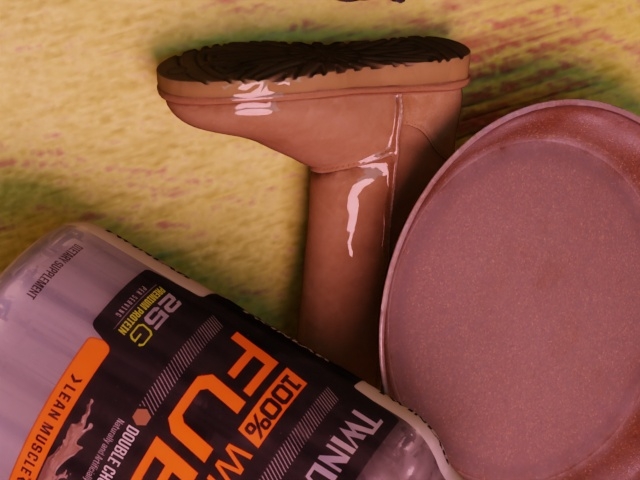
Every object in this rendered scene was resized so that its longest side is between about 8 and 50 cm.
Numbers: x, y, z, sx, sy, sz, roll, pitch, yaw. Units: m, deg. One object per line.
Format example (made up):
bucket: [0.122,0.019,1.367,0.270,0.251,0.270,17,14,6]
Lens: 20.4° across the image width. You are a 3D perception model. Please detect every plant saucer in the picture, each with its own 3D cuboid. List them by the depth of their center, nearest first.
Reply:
plant saucer: [0.160,0.054,1.263,0.311,0.050,0.310,-5,99,-30]

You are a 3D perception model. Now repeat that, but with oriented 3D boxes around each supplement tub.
supplement tub: [-0.067,0.151,1.126,0.338,0.207,0.207,30,98,9]

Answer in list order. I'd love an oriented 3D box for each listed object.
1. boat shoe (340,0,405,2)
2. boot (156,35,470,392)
boat shoe: [-0.002,-0.288,1.128,0.114,0.091,0.302,-44,122,-51]
boot: [0.000,0.000,1.241,0.236,0.089,0.269,-4,111,-18]
